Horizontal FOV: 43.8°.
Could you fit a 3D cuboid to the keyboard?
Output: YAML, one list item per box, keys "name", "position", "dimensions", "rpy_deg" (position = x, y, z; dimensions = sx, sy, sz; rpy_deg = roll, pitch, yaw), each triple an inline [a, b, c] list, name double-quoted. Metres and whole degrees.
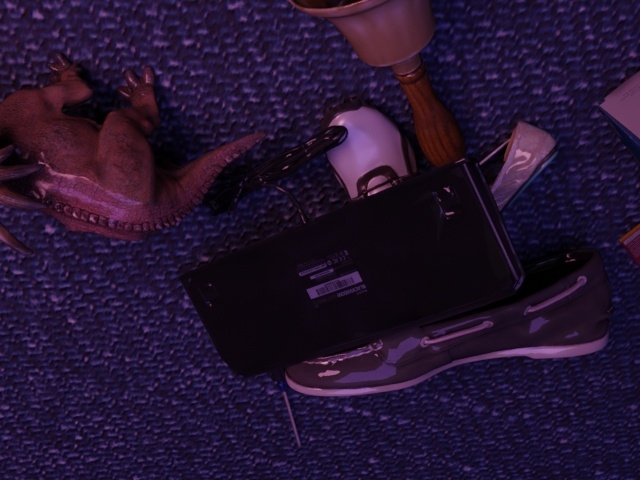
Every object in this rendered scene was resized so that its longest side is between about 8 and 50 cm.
- name: "keyboard"
  position: [0.000, 0.000, 0.702]
  dimensions: [0.317, 0.033, 0.202]
  rpy_deg: [-21, 99, 30]

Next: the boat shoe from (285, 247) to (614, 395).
- name: "boat shoe"
  position: [0.125, 0.073, 0.790]
  dimensions: [0.335, 0.112, 0.096]
  rpy_deg: [-9, 109, -6]

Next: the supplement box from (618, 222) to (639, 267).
- name: "supplement box"
  position: [0.342, 0.015, 0.783]
  dimensions: [0.055, 0.083, 0.043]
  rpy_deg: [-41, 117, 19]

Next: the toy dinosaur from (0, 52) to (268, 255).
- name: "toy dinosaur"
  position: [-0.192, -0.050, 0.617]
  dimensions: [0.295, 0.200, 0.127]
  rpy_deg: [9, 120, -12]

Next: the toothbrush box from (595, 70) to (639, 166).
- name: "toothbrush box"
  position: [0.431, -0.069, 0.718]
  dimensions: [0.216, 0.126, 0.295]
  rpy_deg: [-38, 119, 16]

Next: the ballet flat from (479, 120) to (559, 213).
- name: "ballet flat"
  position: [0.157, -0.040, 0.757]
  dimensions: [0.052, 0.057, 0.168]
  rpy_deg: [37, 110, 5]

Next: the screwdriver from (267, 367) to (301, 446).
- name: "screwdriver"
  position: [-0.035, 0.173, 0.877]
  dimensions: [0.025, 0.024, 0.170]
  rpy_deg: [2, 128, 26]

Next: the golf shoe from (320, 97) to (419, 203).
- name: "golf shoe"
  position: [0.064, -0.035, 0.718]
  dimensions: [0.077, 0.094, 0.198]
  rpy_deg: [-26, 119, 11]

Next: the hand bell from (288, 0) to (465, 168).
- name: "hand bell"
  position: [0.078, -0.138, 0.669]
  dimensions: [0.126, 0.126, 0.242]
  rpy_deg: [-25, 134, 9]
